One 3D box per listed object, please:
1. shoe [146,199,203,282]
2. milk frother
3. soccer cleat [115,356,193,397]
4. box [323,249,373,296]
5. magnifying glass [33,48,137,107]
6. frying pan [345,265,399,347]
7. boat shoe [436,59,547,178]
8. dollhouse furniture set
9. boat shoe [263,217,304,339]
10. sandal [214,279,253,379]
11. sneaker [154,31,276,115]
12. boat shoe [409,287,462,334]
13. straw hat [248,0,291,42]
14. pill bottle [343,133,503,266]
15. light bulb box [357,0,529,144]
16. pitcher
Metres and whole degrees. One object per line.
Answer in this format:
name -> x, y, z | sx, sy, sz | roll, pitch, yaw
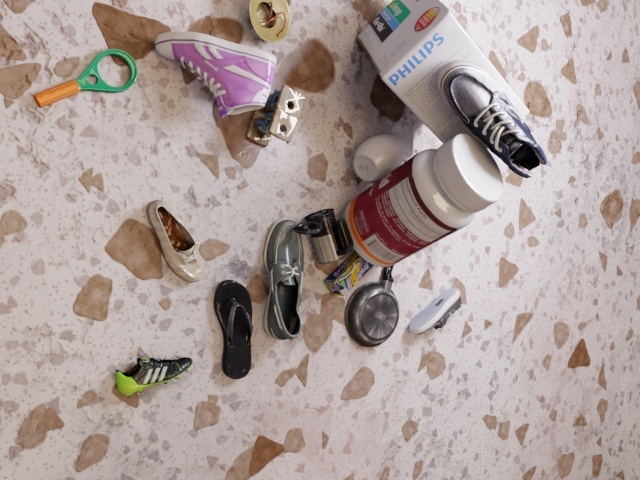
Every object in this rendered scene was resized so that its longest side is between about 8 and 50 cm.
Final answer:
shoe -> -0.337, 0.006, 1.386 | 0.076, 0.058, 0.219 | -36, 111, -27
milk frother -> 0.000, 0.000, 1.573 | 0.143, 0.129, 0.135 | -23, 103, -24
soccer cleat -> -0.383, 0.298, 1.368 | 0.178, 0.060, 0.073 | -18, 100, -29
box -> 0.091, 0.083, 1.674 | 0.169, 0.059, 0.054 | -42, 112, -25
magnifying glass -> -0.505, -0.345, 1.284 | 0.231, 0.026, 0.092 | -34, 110, -30
frying pan -> 0.200, 0.174, 1.762 | 0.326, 0.053, 0.197 | -49, 117, -19
boat shoe -> 0.422, -0.288, 1.419 | 0.340, 0.158, 0.127 | 32, 116, -28
dollhouse furniture set -> -0.161, -0.326, 1.448 | 0.183, 0.129, 0.129 | 22, 80, -33
boat shoe -> -0.081, 0.101, 1.536 | 0.116, 0.099, 0.320 | 5, 88, -32
sandal -> -0.205, 0.222, 1.484 | 0.097, 0.054, 0.255 | -11, 98, -33
sneaker -> -0.252, -0.376, 1.356 | 0.281, 0.102, 0.161 | 12, 88, -2
boat shoe -> 0.370, 0.239, 1.862 | 0.228, 0.080, 0.076 | -38, 110, -35
straw hat -> -0.146, -0.566, 1.491 | 0.144, 0.061, 0.145 | -15, 110, -47
pill bottle -> 0.263, -0.100, 1.556 | 0.224, 0.392, 0.224 | 22, 53, -32
light bulb box -> 0.320, -0.458, 1.602 | 0.225, 0.358, 0.361 | -41, 120, 19
pitcher -> 0.193, -0.226, 1.702 | 0.207, 0.125, 0.178 | -39, 120, -39
